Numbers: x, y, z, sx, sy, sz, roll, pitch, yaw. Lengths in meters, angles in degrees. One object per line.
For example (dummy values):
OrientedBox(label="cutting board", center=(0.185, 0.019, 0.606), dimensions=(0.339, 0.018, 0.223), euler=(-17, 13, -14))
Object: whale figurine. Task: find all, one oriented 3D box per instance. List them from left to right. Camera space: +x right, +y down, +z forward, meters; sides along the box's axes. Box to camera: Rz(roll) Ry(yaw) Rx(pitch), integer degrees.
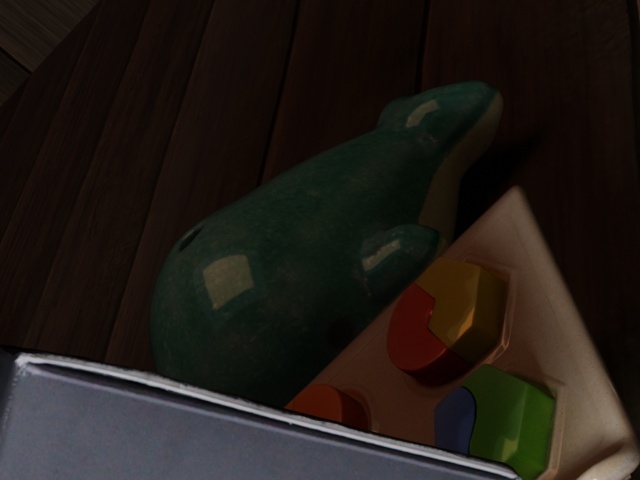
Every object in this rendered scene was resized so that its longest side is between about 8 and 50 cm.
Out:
OrientedBox(label="whale figurine", center=(0.000, 0.000, 1.036), dimensions=(0.272, 0.141, 0.216), euler=(-57, 19, -16))

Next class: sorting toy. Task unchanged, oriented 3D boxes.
OrientedBox(label="sorting toy", center=(0.037, 0.087, 0.740), dimensions=(0.193, 0.038, 0.208), euler=(-45, 27, 20))

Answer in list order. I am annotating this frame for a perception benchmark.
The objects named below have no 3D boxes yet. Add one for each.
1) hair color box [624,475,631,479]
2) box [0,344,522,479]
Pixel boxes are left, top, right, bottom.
OrientedBox(label="hair color box", center=(0.065, 0.116, 0.788), dimensions=(0.141, 0.072, 0.043), euler=(-42, 22, 25))
OrientedBox(label="box", center=(-0.104, 0.217, 0.652), dimensions=(0.312, 0.179, 0.343), euler=(-4, 72, 68))
